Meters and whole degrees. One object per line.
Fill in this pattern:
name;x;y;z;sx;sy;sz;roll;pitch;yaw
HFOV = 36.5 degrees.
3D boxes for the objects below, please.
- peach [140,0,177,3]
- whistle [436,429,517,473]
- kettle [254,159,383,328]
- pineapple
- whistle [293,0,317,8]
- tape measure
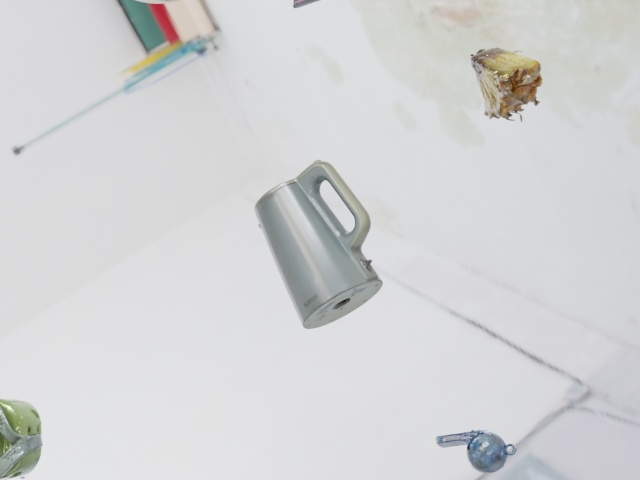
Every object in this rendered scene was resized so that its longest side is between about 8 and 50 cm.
peach;-0.253;-0.468;1.557;0.197;0.197;0.197;50;-18;22
whistle;0.313;0.423;1.929;0.090;0.157;0.090;-12;90;-72
kettle;0.000;0.000;1.711;0.210;0.160;0.243;-41;-110;36
pineapple;0.259;-0.228;1.401;0.116;0.069;0.137;59;-18;12
whistle;0.020;-0.470;1.800;0.176;0.033;0.033;-9;-62;36
tape measure;-0.325;0.181;0.855;0.177;0.154;0.088;-24;-115;55
